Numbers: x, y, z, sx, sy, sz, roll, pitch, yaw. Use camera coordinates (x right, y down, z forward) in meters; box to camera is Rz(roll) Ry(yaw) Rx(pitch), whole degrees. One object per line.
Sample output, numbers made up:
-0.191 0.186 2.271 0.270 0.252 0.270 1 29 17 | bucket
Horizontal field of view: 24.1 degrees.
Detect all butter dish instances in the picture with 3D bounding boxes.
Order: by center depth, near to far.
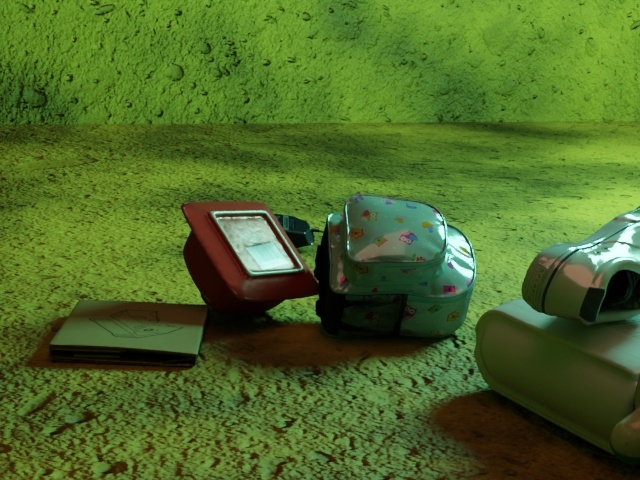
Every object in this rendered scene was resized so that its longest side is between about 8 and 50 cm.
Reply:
-0.109 0.038 1.875 0.160 0.118 0.160 -3 51 -49 | butter dish

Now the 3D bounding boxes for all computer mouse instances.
0.000 0.000 2.250 0.242 0.041 0.071 9 21 -2 | computer mouse

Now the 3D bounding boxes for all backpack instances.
0.097 0.034 1.823 0.188 0.144 0.166 10 38 -10 | backpack

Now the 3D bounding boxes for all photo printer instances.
0.324 0.127 1.549 0.256 0.107 0.307 -4 13 -26 | photo printer

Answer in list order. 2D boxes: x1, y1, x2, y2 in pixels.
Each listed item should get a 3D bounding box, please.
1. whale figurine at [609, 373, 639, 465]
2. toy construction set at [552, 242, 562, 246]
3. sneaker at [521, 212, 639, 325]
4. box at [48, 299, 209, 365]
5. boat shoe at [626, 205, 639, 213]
0.352 0.196 1.265 0.216 0.141 0.272 4 37 7 | whale figurine
0.438 -0.004 1.885 0.328 0.215 0.151 -36 -23 0 | toy construction set
0.305 0.040 1.528 0.091 0.094 0.258 31 31 30 | sneaker
-0.217 0.106 1.746 0.164 0.021 0.201 2 12 0 | box
0.499 -0.008 2.206 0.091 0.109 0.305 11 9 35 | boat shoe
